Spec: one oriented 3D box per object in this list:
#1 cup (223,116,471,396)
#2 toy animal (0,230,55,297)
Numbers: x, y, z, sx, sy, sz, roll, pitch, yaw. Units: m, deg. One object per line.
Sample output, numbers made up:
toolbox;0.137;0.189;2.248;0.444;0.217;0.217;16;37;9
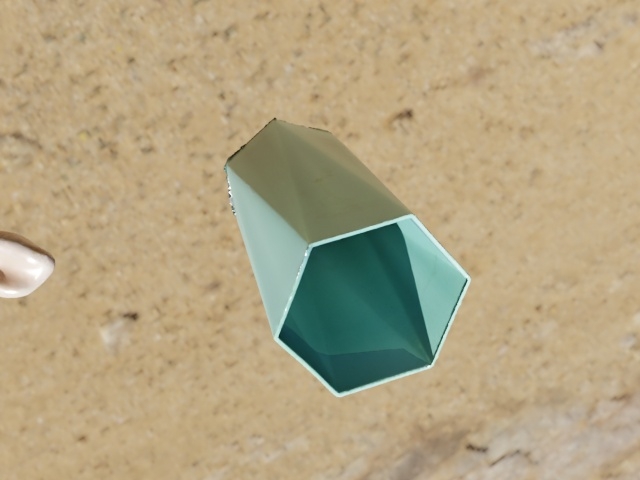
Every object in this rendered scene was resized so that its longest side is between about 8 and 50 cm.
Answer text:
cup;0.000;0.000;0.989;0.148;0.236;0.134;-15;119;-14
toy animal;-0.308;0.059;0.791;0.250;0.166;0.154;-49;159;-29
